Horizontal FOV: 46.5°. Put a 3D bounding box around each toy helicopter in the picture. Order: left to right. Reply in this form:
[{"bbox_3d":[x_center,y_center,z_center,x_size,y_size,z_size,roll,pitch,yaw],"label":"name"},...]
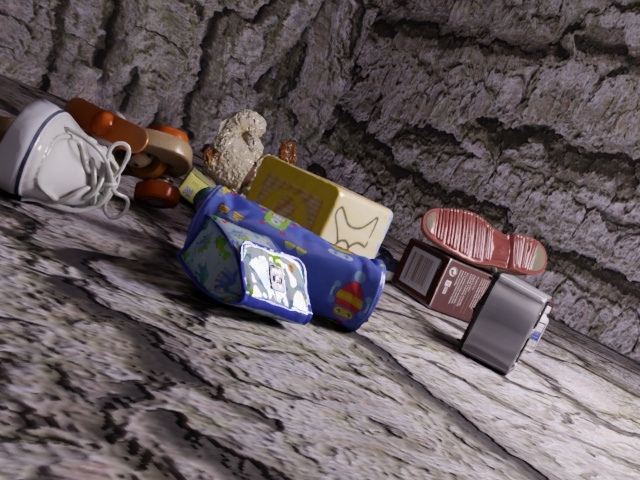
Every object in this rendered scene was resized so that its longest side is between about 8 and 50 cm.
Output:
[{"bbox_3d":[-0.404,-0.170,1.310,0.355,0.140,0.235,8,-15,-6],"label":"toy helicopter"}]

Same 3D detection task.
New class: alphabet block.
[{"bbox_3d":[-0.017,-0.022,1.374,0.193,0.192,0.197,26,4,35],"label":"alphabet block"}]

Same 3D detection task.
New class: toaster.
[{"bbox_3d":[0.344,0.149,1.396,0.110,0.168,0.186,27,6,21],"label":"toaster"}]

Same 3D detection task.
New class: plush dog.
[{"bbox_3d":[-0.182,-0.183,1.925,0.226,0.262,0.210,28,13,-3],"label":"plush dog"}]

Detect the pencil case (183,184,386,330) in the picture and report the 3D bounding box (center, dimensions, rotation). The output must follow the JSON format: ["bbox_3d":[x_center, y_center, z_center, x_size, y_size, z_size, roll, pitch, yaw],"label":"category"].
[{"bbox_3d":[-0.047,0.027,1.118,0.306,0.119,0.133,24,30,-2],"label":"pencil case"}]

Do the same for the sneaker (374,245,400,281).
[{"bbox_3d":[0.104,-0.008,1.944,0.350,0.148,0.131,23,6,-15],"label":"sneaker"}]

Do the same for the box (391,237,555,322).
[{"bbox_3d":[0.394,0.133,1.923,0.382,0.143,0.191,19,7,-29],"label":"box"}]

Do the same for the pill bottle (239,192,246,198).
[{"bbox_3d":[-0.203,-0.162,2.238,0.117,0.117,0.215,29,7,38],"label":"pill bottle"}]

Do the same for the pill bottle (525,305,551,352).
[{"bbox_3d":[0.513,0.206,1.816,0.067,0.120,0.067,25,5,-2],"label":"pill bottle"}]

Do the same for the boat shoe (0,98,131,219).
[{"bbox_3d":[-0.341,-0.093,1.062,0.157,0.135,0.367,27,-4,-7],"label":"boat shoe"}]

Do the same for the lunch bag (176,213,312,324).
[{"bbox_3d":[-0.090,0.046,0.961,0.129,0.096,0.151,22,20,-46],"label":"lunch bag"}]

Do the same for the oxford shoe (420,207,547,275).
[{"bbox_3d":[0.382,0.020,1.844,0.348,0.122,0.130,22,-19,-17],"label":"oxford shoe"}]

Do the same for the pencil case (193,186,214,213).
[{"bbox_3d":[-0.230,-0.072,1.563,0.070,0.064,0.152,7,11,-14],"label":"pencil case"}]

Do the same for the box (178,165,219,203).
[{"bbox_3d":[-0.286,-0.124,1.762,0.087,0.058,0.232,38,3,-13],"label":"box"}]
